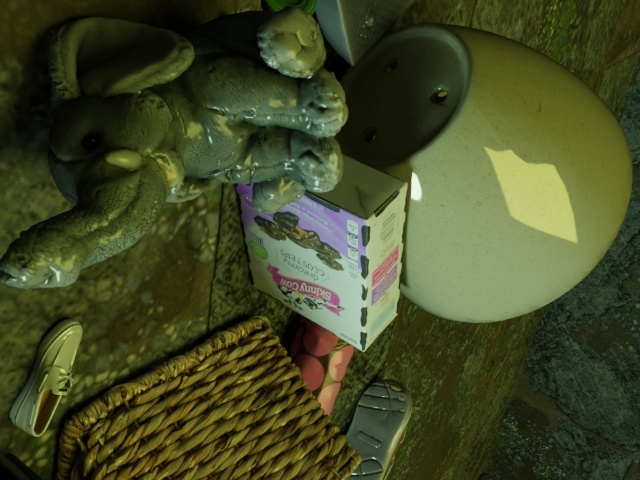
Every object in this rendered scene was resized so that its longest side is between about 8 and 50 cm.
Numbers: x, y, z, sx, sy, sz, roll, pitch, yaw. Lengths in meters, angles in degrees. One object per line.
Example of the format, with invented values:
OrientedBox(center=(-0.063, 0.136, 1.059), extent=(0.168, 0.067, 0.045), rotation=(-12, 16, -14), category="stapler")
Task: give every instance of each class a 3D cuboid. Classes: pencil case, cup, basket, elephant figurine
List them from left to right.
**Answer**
OrientedBox(center=(-0.115, -0.079, 0.483), extent=(0.239, 0.186, 0.169), rotation=(-18, 96, -23), category="elephant figurine")
OrientedBox(center=(-0.145, 0.256, 0.783), extent=(0.213, 0.223, 0.299), rotation=(-41, 171, 39), category="basket")
OrientedBox(center=(-0.024, 0.203, 0.958), extent=(0.098, 0.095, 0.209), rotation=(-127, -121, -76), category="pencil case")
OrientedBox(center=(0.141, -0.100, 0.775), extent=(0.237, 0.331, 0.331), rotation=(32, 85, -48), category="cup")

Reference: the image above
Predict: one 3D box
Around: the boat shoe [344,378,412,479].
OrientedBox(center=(0.078, 0.419, 1.309), extent=(0.324, 0.123, 0.116), rotation=(-54, 154, -16), category="boat shoe")

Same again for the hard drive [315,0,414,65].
OrientedBox(center=(0.041, -0.312, 0.649), extent=(0.172, 0.054, 0.255), rotation=(-51, 150, -25), category="hard drive")

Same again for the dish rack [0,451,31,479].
OrientedBox(center=(-0.277, 0.273, 0.442), extent=(0.271, 0.208, 0.074), rotation=(-47, 157, -27), category="dish rack")

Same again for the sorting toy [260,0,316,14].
OrientedBox(center=(-0.039, -0.212, 0.567), extent=(0.061, 0.102, 0.042), rotation=(-12, 166, -35), category="sorting toy")

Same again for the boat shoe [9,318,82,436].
OrientedBox(center=(-0.220, 0.115, 0.581), extent=(0.100, 0.035, 0.035), rotation=(-62, 154, -3), category="boat shoe")

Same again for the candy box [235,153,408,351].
OrientedBox(center=(0.000, 0.000, 0.731), extent=(0.070, 0.165, 0.196), rotation=(-44, 147, -33), category="candy box")

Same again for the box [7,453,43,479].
OrientedBox(center=(-0.246, 0.287, 0.554), extent=(0.158, 0.156, 0.093), rotation=(-46, 148, -33), category="box")
